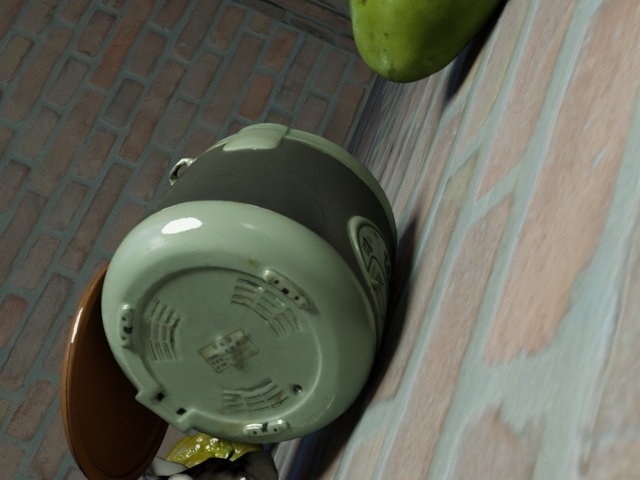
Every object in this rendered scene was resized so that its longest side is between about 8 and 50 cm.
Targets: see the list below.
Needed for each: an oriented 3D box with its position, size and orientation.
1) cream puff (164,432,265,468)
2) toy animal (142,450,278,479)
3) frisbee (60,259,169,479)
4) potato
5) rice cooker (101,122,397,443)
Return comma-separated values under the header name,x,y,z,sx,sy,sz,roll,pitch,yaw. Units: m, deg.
name,x,y,z,sx,sy,sz,roll,pitch,yaw
cream puff,-0.209,0.442,1.342,0.221,0.195,0.194,112,179,-55
toy animal,-0.172,0.372,0.838,0.344,0.194,0.302,-50,3,1
frisbee,-0.206,0.136,0.780,0.251,0.021,0.250,2,-90,-77
potato,0.136,-0.346,0.882,0.216,0.216,0.304,-71,8,-53
rice cooker,-0.058,0.041,0.772,0.277,0.288,0.288,-66,1,-60
